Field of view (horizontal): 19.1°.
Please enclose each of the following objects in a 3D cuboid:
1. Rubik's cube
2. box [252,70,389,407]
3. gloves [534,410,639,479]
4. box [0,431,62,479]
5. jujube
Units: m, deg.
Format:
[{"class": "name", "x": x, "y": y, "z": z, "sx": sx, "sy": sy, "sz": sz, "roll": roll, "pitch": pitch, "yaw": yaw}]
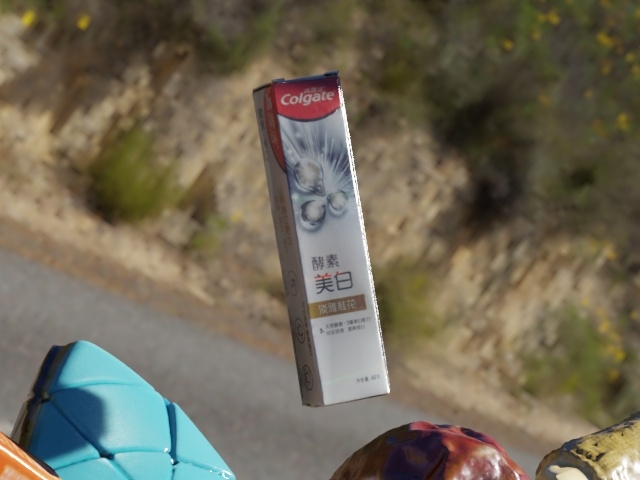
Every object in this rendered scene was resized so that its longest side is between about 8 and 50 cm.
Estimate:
[{"class": "Rubik's cube", "x": -0.145, "y": 0.226, "z": 1.409, "sx": 0.254, "sy": 0.254, "sz": 0.254, "roll": 35, "pitch": 2, "yaw": -1}, {"class": "box", "x": 0.000, "y": 0.000, "z": 1.264, "sx": 0.055, "sy": 0.218, "sz": 0.039, "roll": -10, "pitch": 0, "yaw": -25}, {"class": "gloves", "x": 0.201, "y": 0.199, "z": 1.140, "sx": 0.356, "sy": 0.203, "sz": 0.155, "roll": -15, "pitch": 42, "yaw": -33}, {"class": "box", "x": -0.326, "y": 0.181, "z": 1.128, "sx": 0.273, "sy": 0.265, "sz": 0.048, "roll": 42, "pitch": -2, "yaw": -38}, {"class": "jujube", "x": 0.076, "y": 0.244, "z": 1.560, "sx": 0.174, "sy": 0.174, "sz": 0.250, "roll": 35, "pitch": -31, "yaw": -8}]
